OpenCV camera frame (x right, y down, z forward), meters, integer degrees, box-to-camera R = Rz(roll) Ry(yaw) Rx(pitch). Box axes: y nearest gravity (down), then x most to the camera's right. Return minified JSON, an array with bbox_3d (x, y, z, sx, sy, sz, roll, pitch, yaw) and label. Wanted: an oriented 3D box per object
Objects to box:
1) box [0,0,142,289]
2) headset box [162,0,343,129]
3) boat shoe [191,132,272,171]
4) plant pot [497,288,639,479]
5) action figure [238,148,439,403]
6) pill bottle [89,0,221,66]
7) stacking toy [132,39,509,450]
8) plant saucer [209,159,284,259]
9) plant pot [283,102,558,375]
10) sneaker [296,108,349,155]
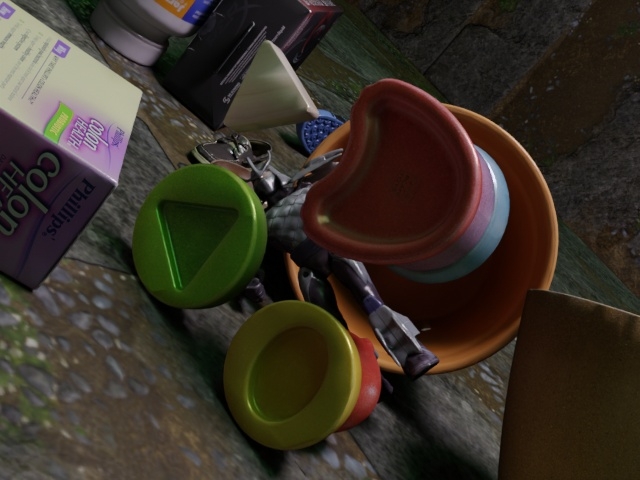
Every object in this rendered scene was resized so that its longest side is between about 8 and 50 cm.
[{"bbox_3d":[-0.283,-0.111,0.751,0.243,0.117,0.213,34,19,-20],"label":"box"},{"bbox_3d":[-0.096,-0.288,1.379,0.110,0.218,0.293,41,17,-1],"label":"headset box"},{"bbox_3d":[-0.113,-0.116,1.215,0.056,0.049,0.152,46,19,12],"label":"boat shoe"},{"bbox_3d":[0.265,0.204,0.875,0.237,0.254,0.237,21,-3,1],"label":"plant pot"},{"bbox_3d":[0.005,0.027,0.941,0.285,0.185,0.099,56,17,12],"label":"action figure"},{"bbox_3d":[-0.197,-0.378,1.292,0.152,0.272,0.152,37,18,-14],"label":"pill bottle"},{"bbox_3d":[0.000,0.000,0.836,0.279,0.309,0.130,39,7,28],"label":"stacking toy"},{"bbox_3d":[-0.074,-0.032,1.134,0.168,0.029,0.168,37,19,-15],"label":"plant saucer"},{"bbox_3d":[0.112,0.000,1.083,0.291,0.291,0.203,43,2,5],"label":"plant pot"},{"bbox_3d":[0.022,-0.173,1.587,0.232,0.081,0.090,29,18,-52],"label":"sneaker"}]
